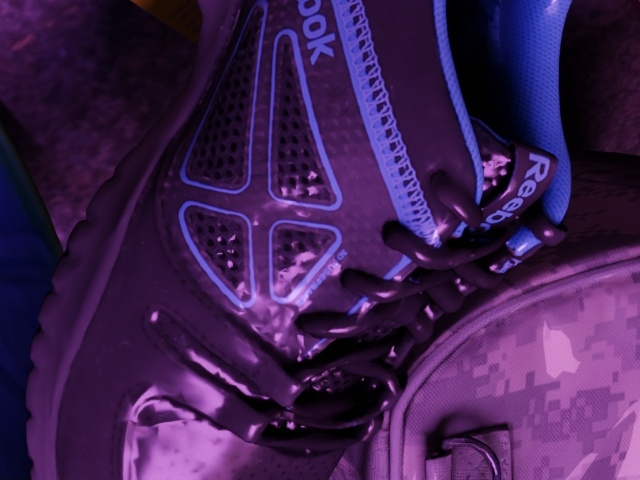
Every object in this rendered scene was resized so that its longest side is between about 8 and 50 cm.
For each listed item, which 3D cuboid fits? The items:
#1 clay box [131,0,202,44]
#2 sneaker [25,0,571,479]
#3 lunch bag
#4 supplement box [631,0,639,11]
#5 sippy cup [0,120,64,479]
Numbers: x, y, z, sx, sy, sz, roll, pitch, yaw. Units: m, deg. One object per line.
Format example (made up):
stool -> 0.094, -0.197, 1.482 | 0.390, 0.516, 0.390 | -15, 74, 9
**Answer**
clay box -> -0.041, -0.153, 0.461 | 0.127, 0.053, 0.222 | -41, 139, 18
sneaker -> 0.000, 0.000, 0.391 | 0.125, 0.139, 0.341 | 5, 103, -50
lunch bag -> 0.101, 0.063, 0.595 | 0.256, 0.305, 0.212 | 0, 100, -17
supplement box -> 0.232, -0.103, 0.517 | 0.130, 0.239, 0.073 | -8, 141, -21
sippy cup -> -0.239, 0.042, 0.449 | 0.224, 0.305, 0.240 | -22, 167, 7
